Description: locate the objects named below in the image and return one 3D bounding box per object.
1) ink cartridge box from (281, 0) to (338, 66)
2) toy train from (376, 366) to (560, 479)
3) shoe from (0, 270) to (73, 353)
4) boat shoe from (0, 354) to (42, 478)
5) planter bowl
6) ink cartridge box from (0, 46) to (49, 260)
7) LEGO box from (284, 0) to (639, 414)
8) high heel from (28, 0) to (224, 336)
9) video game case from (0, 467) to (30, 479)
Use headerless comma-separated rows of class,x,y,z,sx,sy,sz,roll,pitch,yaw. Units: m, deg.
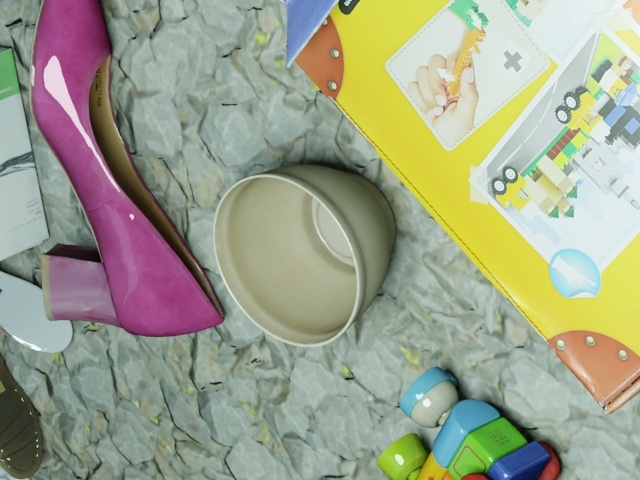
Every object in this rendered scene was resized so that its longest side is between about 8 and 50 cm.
ink cartridge box,0.024,-0.334,1.207,0.072,0.307,0.303,21,135,-20
toy train,0.105,0.241,1.543,0.143,0.105,0.248,47,134,26
shoe,-0.352,0.071,1.865,0.178,0.063,0.081,31,166,0
boat shoe,-0.381,0.191,1.949,0.072,0.068,0.190,-31,80,56
planter bowl,0.000,0.000,1.497,0.162,0.109,0.162,19,123,33
ink cartridge box,-0.391,-0.094,1.787,0.160,0.092,0.219,8,115,38
LEGO box,0.257,-0.180,1.134,0.372,0.193,0.500,49,133,10
high heel,-0.182,-0.090,1.638,0.181,0.127,0.377,3,111,8
video game case,-0.444,0.255,2.054,0.190,0.022,0.173,-22,96,44
